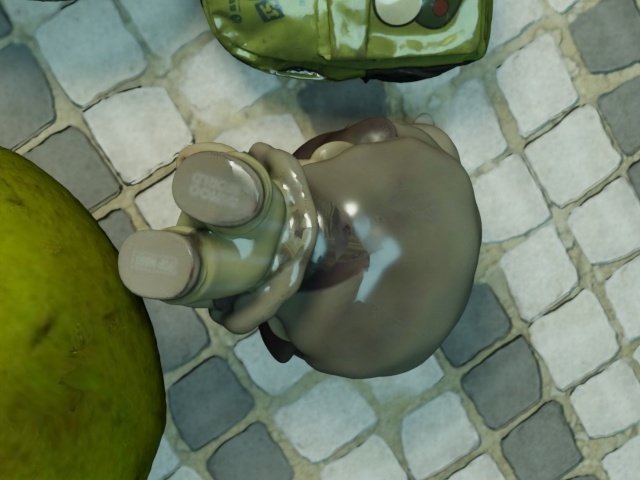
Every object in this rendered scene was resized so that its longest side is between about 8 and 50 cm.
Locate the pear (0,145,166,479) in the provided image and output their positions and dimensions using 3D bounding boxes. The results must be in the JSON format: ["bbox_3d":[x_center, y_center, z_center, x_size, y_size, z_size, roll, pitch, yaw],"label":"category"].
[{"bbox_3d":[-0.296,0.089,1.126,0.413,0.352,0.352,37,92,-21],"label":"pear"}]

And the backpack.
[{"bbox_3d":[0.019,-0.232,1.248,0.253,0.140,0.207,-5,107,-9],"label":"backpack"}]

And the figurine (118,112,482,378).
[{"bbox_3d":[-0.001,0.000,1.218,0.380,0.203,0.248,8,96,-57],"label":"figurine"}]
